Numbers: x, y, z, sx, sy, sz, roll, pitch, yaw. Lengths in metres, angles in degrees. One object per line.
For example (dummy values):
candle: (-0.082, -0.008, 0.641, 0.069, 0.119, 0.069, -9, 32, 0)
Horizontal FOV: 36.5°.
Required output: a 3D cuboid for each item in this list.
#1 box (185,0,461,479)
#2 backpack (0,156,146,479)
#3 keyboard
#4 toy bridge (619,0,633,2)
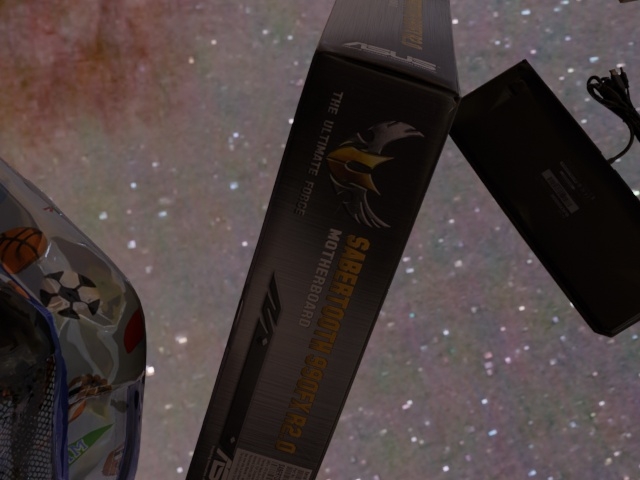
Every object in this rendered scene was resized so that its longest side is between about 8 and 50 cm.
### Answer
box: (0.000, 0.000, 0.462, 0.183, 0.056, 0.231, -77, -175, -65)
backpack: (-0.215, 0.084, 0.466, 0.276, 0.213, 0.263, 40, -53, 37)
keyboard: (0.292, -0.069, 1.051, 0.317, 0.201, 0.033, 58, -1, 21)
toy bridge: (0.309, -0.343, 1.012, 0.063, 0.026, 0.188, 71, 14, -67)
